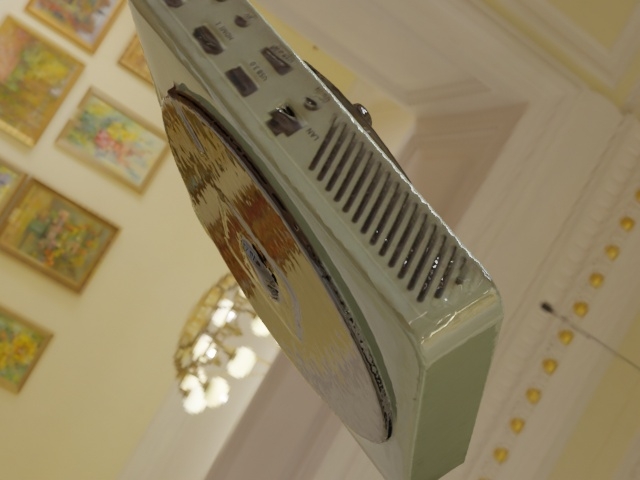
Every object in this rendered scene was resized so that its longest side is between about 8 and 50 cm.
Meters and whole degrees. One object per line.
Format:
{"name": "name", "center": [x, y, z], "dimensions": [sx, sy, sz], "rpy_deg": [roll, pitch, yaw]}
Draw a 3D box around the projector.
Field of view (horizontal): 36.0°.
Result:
{"name": "projector", "center": [0.000, 0.000, 0.559], "dimensions": [0.079, 0.257, 0.259], "rpy_deg": [-33, 155, -13]}
